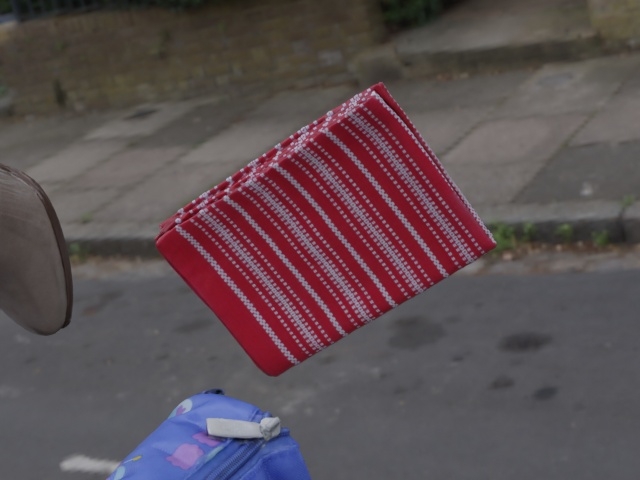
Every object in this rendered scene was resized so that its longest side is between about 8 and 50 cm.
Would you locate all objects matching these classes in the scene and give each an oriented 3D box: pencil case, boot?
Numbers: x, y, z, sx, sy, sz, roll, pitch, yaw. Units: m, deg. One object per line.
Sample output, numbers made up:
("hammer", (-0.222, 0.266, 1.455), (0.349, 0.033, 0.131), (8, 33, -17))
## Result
("pencil case", (-0.105, 0.177, 0.648), (0.119, 0.133, 0.306), (37, 24, 13))
("boot", (-0.125, -0.004, 0.362), (0.042, 0.118, 0.087), (-10, 23, 32))

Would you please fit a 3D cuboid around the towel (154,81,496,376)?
("towel", (0.000, 0.000, 1.160), (0.275, 0.199, 0.031), (-32, 16, 20))
